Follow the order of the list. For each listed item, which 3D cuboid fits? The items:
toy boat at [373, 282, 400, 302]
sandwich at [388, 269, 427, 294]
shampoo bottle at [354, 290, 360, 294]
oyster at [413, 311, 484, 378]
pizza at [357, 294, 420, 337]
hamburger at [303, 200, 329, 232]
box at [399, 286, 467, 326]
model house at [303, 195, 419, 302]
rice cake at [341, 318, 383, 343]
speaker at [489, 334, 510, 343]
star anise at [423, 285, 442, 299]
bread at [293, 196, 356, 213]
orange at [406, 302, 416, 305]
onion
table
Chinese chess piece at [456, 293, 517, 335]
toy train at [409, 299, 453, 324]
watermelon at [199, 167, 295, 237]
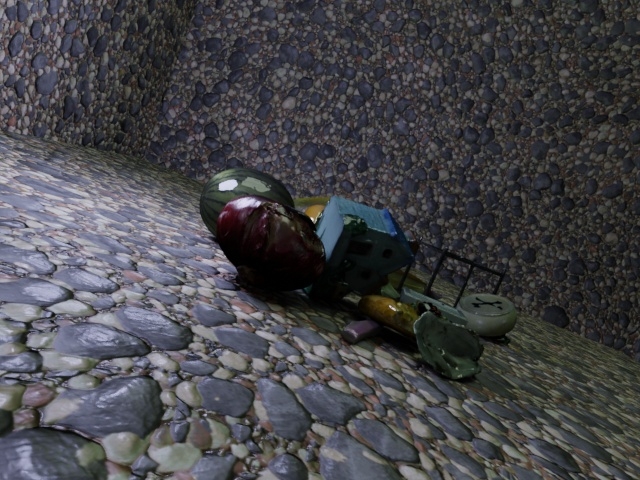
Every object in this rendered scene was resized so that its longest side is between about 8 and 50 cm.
[{"bbox_3d":[0.228,0.183,1.632,0.055,0.093,0.293,3,7,-2],"label":"toy boat"},{"bbox_3d":[0.368,0.184,2.115,0.244,0.090,0.088,20,9,-19],"label":"sandwich"},{"bbox_3d":[0.148,0.171,1.667,0.072,0.043,0.099,22,7,3],"label":"shampoo bottle"},{"bbox_3d":[0.316,0.256,1.117,0.087,0.200,0.252,-28,-11,39],"label":"oyster"},{"bbox_3d":[0.239,0.223,1.247,0.287,0.075,0.280,29,-9,-18],"label":"pizza"},{"bbox_3d":[0.000,0.000,1.594,0.212,0.275,0.274,26,6,2],"label":"hamburger"},{"bbox_3d":[0.380,0.250,1.589,0.225,0.086,0.129,23,6,5],"label":"box"},{"bbox_3d":[0.146,0.054,1.353,0.329,0.295,0.252,13,24,-18],"label":"model house"},{"bbox_3d":[0.103,0.219,1.115,0.047,0.036,0.206,19,4,26],"label":"rice cake"},{"bbox_3d":[0.711,0.380,1.834,0.075,0.060,0.095,16,44,-45],"label":"speaker"},{"bbox_3d":[0.511,0.247,2.237,0.171,0.063,0.208,27,3,10],"label":"star anise"},{"bbox_3d":[-0.012,-0.071,1.871,0.376,0.209,0.251,5,21,25],"label":"bread"},{"bbox_3d":[0.287,0.234,1.428,0.083,0.084,0.083,22,6,-2],"label":"orange"},{"bbox_3d":[-0.131,0.025,1.182,0.313,0.232,0.314,24,-20,9],"label":"onion"},{"bbox_3d":[0.564,0.177,1.999,0.334,0.272,0.222,20,6,-21],"label":"table"},{"bbox_3d":[0.650,0.289,1.813,0.237,0.092,0.238,-4,18,1],"label":"Chinese chess piece"},{"bbox_3d":[0.334,0.237,1.353,0.085,0.053,0.249,1,-25,37],"label":"toy train"},{"bbox_3d":[-0.240,-0.104,1.600,0.359,0.279,0.279,22,5,-26],"label":"watermelon"}]
